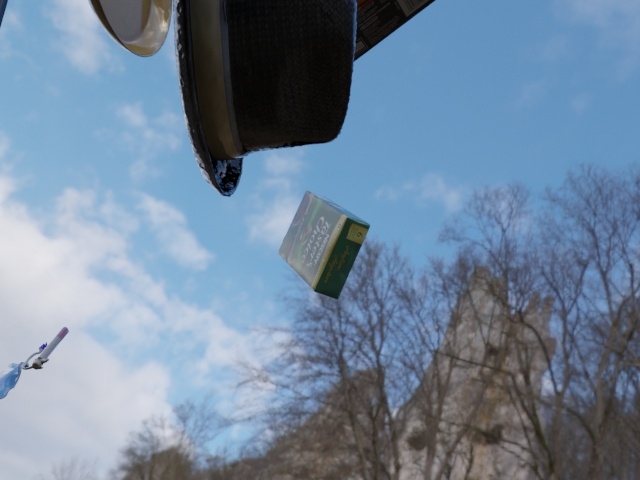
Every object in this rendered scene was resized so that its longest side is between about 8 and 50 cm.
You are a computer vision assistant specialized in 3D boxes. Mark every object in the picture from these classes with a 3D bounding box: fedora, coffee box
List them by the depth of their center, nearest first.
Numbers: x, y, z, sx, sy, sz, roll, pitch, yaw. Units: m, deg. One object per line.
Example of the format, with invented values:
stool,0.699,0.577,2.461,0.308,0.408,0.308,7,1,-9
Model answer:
fedora,-0.041,-0.209,0.670,0.153,0.334,0.334,0,-47,3
coffee box,0.000,0.000,0.959,0.041,0.184,0.113,22,-81,-24

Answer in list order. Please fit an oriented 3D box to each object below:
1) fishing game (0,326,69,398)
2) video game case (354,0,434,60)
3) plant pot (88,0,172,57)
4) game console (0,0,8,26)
fishing game,-0.360,0.183,0.658,0.041,0.264,0.189,56,-6,-10
video game case,0.062,-0.378,0.981,0.275,0.035,0.248,-34,-27,13
plant pot,-0.258,-0.361,0.891,0.033,0.236,0.236,-1,-49,12
game console,-0.209,-0.249,0.219,0.174,0.293,0.250,3,-23,-2
